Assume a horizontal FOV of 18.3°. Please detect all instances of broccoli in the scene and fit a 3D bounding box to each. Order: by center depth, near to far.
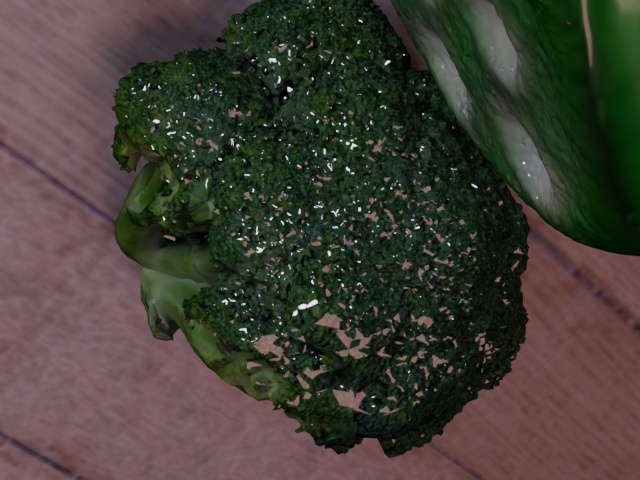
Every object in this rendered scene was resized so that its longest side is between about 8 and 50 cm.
[{"bbox_3d":[0.000,0.000,1.183,0.265,0.245,0.294,-51,129,-44],"label":"broccoli"}]

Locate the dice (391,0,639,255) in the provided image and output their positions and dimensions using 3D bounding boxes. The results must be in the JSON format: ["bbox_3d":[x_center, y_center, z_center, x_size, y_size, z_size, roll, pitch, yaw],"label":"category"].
[{"bbox_3d":[0.188,-0.190,1.027,0.300,0.287,0.297,-31,133,-9],"label":"dice"}]
